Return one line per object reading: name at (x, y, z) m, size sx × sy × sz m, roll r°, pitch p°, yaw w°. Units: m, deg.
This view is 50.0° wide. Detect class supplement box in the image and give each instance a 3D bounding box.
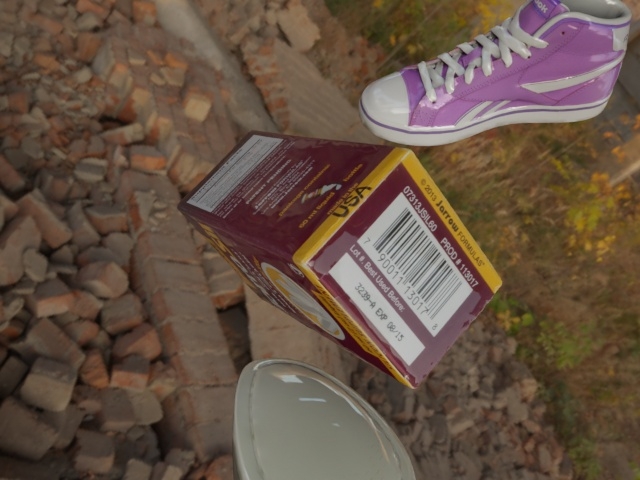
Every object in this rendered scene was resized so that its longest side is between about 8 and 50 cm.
supplement box at (0.000, 0.000, 0.418) m, size 0.104 × 0.081 × 0.188 m, roll 50°, pitch -15°, yaw -28°

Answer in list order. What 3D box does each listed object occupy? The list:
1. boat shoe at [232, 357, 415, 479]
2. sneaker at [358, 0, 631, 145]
boat shoe at (0.013, 0.183, 0.372) m, size 0.109 × 0.091 × 0.305 m, roll 3°, pitch 28°, yaw -26°
sneaker at (0.177, -0.195, 0.715) m, size 0.161 × 0.282 × 0.102 m, roll 82°, pitch -4°, yaw -58°
